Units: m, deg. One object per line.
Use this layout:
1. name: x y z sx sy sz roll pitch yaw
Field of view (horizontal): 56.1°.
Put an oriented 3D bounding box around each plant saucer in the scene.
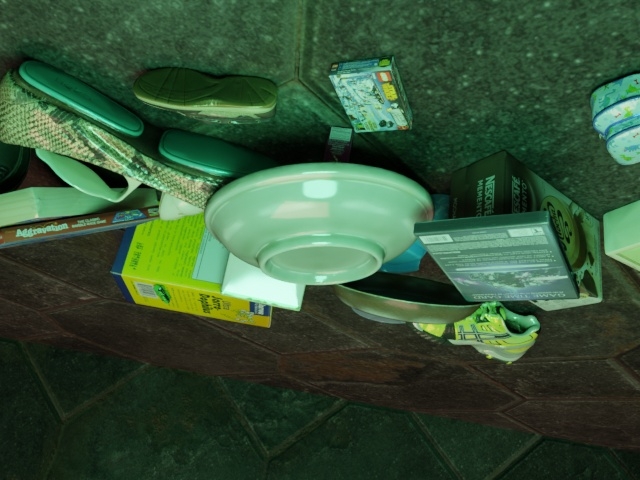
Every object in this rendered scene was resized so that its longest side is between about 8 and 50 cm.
1. plant saucer: 0.000 0.000 1.041 0.401 0.100 0.400 -2 158 -1
2. plant saucer: 0.165 0.112 1.199 0.311 0.050 0.310 7 -173 -1

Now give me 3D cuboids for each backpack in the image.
1. backpack: 0.428 -0.164 0.813 0.114 0.084 0.105 31 146 -31

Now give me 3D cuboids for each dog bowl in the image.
1. dog bowl: 0.192 -0.012 1.231 0.166 0.074 0.297 28 150 -32

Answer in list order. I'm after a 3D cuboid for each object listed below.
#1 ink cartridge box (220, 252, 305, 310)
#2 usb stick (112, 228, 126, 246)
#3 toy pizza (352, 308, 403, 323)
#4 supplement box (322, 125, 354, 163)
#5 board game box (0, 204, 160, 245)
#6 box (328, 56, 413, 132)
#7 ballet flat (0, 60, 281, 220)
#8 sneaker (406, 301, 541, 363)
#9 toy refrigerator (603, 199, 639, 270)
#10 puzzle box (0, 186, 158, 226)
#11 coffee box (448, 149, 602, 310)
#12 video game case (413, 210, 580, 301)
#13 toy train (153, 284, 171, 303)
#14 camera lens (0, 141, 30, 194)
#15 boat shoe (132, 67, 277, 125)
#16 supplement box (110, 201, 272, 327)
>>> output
1. ink cartridge box: -0.102 0.017 1.259 0.171 0.234 0.056 13 178 -6
2. usb stick: -0.491 0.009 1.567 0.077 0.045 0.278 11 155 -3
3. toy pizza: 0.184 0.186 1.693 0.202 0.032 0.201 10 155 5
4. supplement box: 0.029 -0.142 1.008 0.043 0.083 0.055 9 154 4
5. board game box: -0.440 -0.025 1.087 0.281 0.027 0.145 -13 -179 -40
6. box: 0.079 -0.216 0.903 0.094 0.027 0.137 1 153 22
7. ballet flat: -0.309 -0.136 1.040 0.483 0.164 0.182 21 117 -16
8. sneaker: 0.389 0.196 1.557 0.385 0.145 0.147 16 134 -17
9. toy refrigerator: 0.654 0.023 1.103 0.270 0.094 0.102 23 152 -23
10. puzzle box: -0.524 -0.051 1.151 0.272 0.052 0.409 -11 -178 13
11. coffee box: 0.367 -0.007 1.065 0.297 0.168 0.119 26 151 -31
12. video game case: 0.290 0.036 0.961 0.196 0.026 0.274 -5 152 30
13. toy train: -0.348 0.119 1.321 0.024 0.017 0.083 17 155 8
14. camera lens: -0.690 -0.159 1.091 0.275 0.219 0.219 -7 150 32
15. boat shoe: -0.178 -0.216 0.941 0.224 0.080 0.073 4 149 2
16. supplement box: -0.271 0.057 1.408 0.357 0.194 0.195 11 154 -1
